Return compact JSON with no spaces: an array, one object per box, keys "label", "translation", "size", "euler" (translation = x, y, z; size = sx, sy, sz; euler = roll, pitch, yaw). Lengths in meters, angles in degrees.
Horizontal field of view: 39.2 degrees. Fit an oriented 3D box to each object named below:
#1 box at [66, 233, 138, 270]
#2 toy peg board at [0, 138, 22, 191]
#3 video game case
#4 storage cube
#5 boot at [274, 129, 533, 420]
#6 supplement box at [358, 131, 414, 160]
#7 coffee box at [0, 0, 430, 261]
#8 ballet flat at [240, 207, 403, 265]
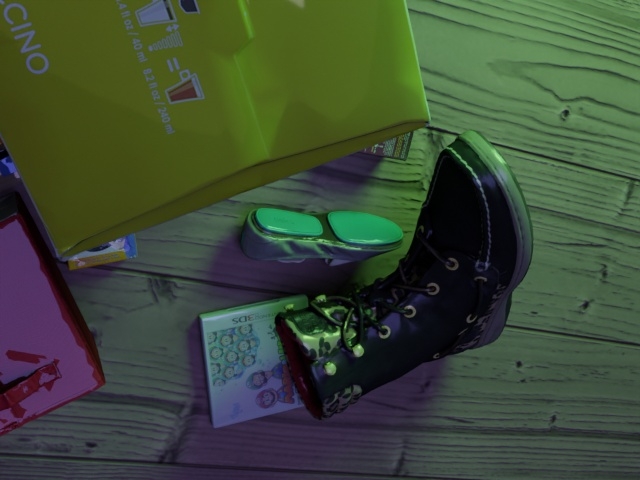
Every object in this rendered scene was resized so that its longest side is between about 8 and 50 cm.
[{"label":"box","translation":[-0.259,-0.039,1.024],"size":[0.081,0.028,0.136],"euler":[-12,112,-19]},{"label":"toy peg board","translation":[-0.396,-0.099,0.919],"size":[0.161,0.079,0.161],"euler":[-28,114,-12]},{"label":"video game case","translation":[-0.080,0.156,1.164],"size":[0.143,0.019,0.157],"euler":[-11,110,-19]},{"label":"storage cube","translation":[-0.353,0.080,0.923],"size":[0.183,0.215,0.193],"euler":[-26,108,-13]},{"label":"boot","translation":[0.092,0.060,1.076],"size":[0.284,0.138,0.377],"euler":[-25,148,-15]},{"label":"supplement box","translation":[0.065,-0.130,1.115],"size":[0.083,0.055,0.043],"euler":[7,105,-24]},{"label":"coffee box","translation":[-0.140,-0.244,0.791],"size":[0.338,0.334,0.338],"euler":[-20,120,-6]},{"label":"ballet flat","translation":[0.000,0.000,1.132],"size":[0.213,0.072,0.068],"euler":[5,132,-23]}]
